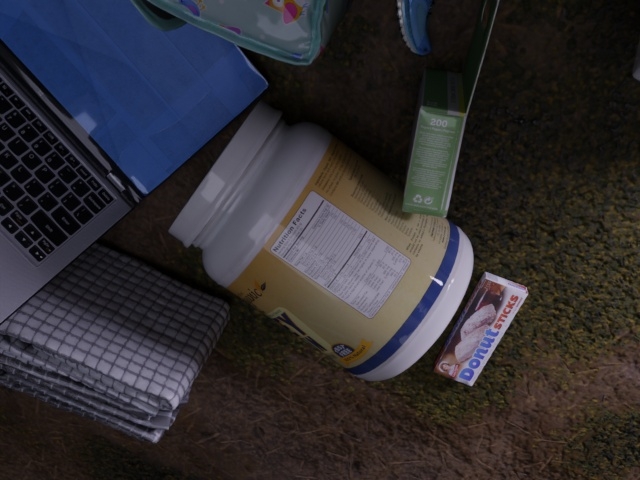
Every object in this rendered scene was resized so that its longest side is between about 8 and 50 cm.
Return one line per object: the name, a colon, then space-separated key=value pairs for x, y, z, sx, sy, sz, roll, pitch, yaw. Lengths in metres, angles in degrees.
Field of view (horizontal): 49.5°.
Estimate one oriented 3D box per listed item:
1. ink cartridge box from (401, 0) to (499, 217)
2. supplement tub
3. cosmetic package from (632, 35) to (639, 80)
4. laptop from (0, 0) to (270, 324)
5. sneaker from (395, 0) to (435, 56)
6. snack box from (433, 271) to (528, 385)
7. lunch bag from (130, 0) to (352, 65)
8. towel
ink cartridge box: x=0.138 y=-0.166 z=0.766 sx=0.056 sy=0.171 sz=0.235 roll=9 pitch=119 yaw=5
supplement tub: x=0.000 y=0.000 z=0.846 sx=0.316 sy=0.228 sz=0.228 roll=35 pitch=118 yaw=-10
cosmetic package: x=0.460 y=-0.311 z=0.470 sx=0.327 sy=0.329 sz=0.394 roll=9 pitch=93 yaw=5
laptop: x=-0.353 y=-0.175 z=0.801 sx=0.382 sy=0.408 sz=0.236 roll=49 pitch=148 yaw=-11
sneaker: x=0.118 y=-0.285 z=0.768 sx=0.073 sy=0.063 sz=0.162 roll=-2 pitch=118 yaw=7
snack box: x=0.226 y=0.129 z=0.996 sx=0.064 sy=0.022 sz=0.178 roll=20 pitch=119 yaw=-3
lunch bag: x=-0.091 y=-0.303 z=0.699 sx=0.262 sy=0.223 sz=0.160 roll=18 pitch=125 yaw=0
towel: x=-0.292 y=0.130 z=0.964 sx=0.283 sy=0.235 sz=0.121 roll=23 pitch=123 yaw=-2
